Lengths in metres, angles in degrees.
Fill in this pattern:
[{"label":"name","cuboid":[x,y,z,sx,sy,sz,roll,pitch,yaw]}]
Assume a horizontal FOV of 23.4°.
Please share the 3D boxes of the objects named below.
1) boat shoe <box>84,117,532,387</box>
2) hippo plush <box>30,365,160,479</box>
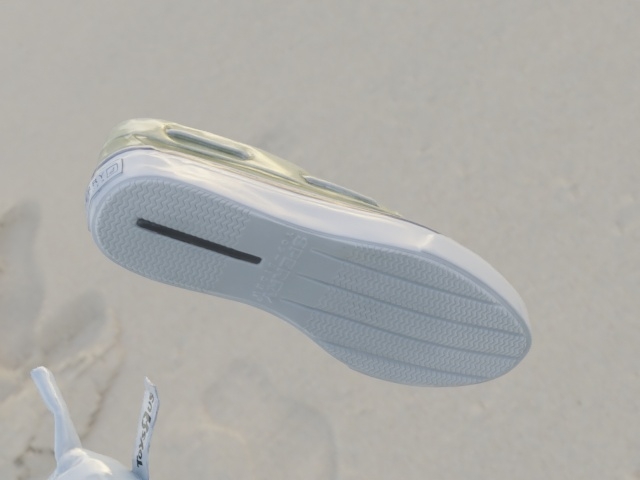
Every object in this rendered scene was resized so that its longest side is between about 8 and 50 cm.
[{"label":"boat shoe","cuboid":[0.000,0.000,0.963,0.109,0.302,0.094,-52,25,32]},{"label":"hippo plush","cuboid":[-0.175,0.275,1.146,0.234,0.294,0.236,3,14,29]}]
